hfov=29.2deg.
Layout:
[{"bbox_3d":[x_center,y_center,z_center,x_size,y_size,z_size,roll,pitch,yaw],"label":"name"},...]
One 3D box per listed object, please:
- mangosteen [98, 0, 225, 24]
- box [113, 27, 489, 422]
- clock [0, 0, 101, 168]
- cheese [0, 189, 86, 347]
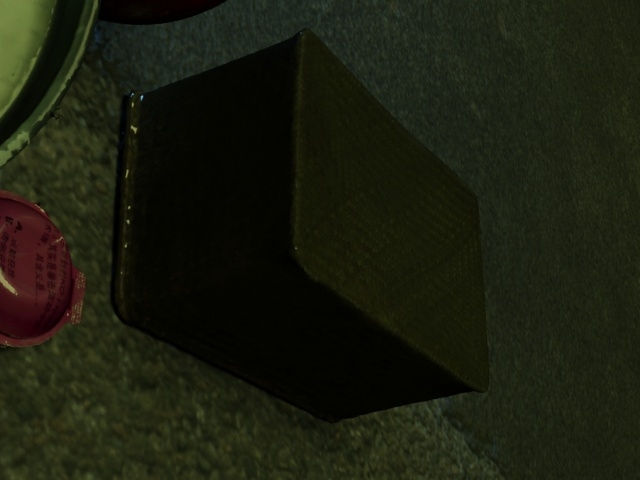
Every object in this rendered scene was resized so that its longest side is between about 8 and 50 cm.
[{"bbox_3d":[-0.139,-0.229,0.731,0.257,0.215,0.215,-20,92,-32],"label":"mangosteen"},{"bbox_3d":[-0.002,0.001,0.875,0.273,0.143,0.184,36,45,-48],"label":"box"},{"bbox_3d":[-0.238,-0.154,0.518,0.325,0.067,0.325,2,86,-42],"label":"clock"},{"bbox_3d":[-0.184,0.008,0.666,0.145,0.038,0.095,31,47,-41],"label":"cheese"}]
